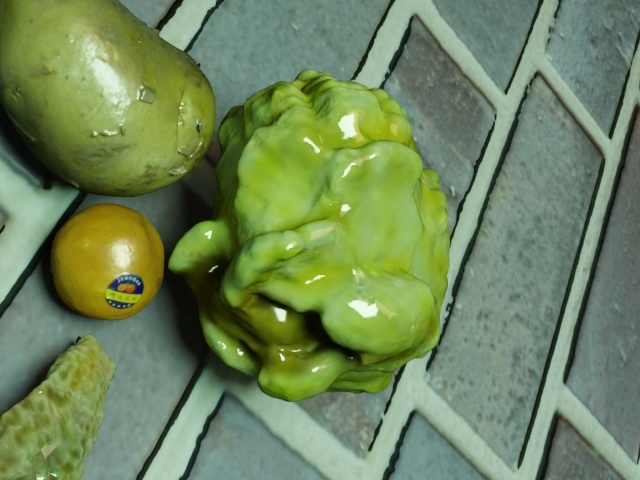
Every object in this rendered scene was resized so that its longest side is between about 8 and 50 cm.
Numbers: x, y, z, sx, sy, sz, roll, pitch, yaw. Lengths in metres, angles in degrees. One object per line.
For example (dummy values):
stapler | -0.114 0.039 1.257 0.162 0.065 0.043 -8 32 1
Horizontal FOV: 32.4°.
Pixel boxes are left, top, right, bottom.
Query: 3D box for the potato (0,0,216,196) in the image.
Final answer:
potato | -0.154 -0.101 0.746 0.176 0.137 0.137 39 50 -23

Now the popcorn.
popcorn | 0.000 0.000 0.804 0.255 0.195 0.256 -73 170 -60

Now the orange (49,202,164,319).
orange | -0.146 0.015 0.755 0.083 0.083 0.083 19 62 -40

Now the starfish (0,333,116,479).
starfish | -0.223 0.177 0.608 0.324 0.082 0.432 -2 78 -44
